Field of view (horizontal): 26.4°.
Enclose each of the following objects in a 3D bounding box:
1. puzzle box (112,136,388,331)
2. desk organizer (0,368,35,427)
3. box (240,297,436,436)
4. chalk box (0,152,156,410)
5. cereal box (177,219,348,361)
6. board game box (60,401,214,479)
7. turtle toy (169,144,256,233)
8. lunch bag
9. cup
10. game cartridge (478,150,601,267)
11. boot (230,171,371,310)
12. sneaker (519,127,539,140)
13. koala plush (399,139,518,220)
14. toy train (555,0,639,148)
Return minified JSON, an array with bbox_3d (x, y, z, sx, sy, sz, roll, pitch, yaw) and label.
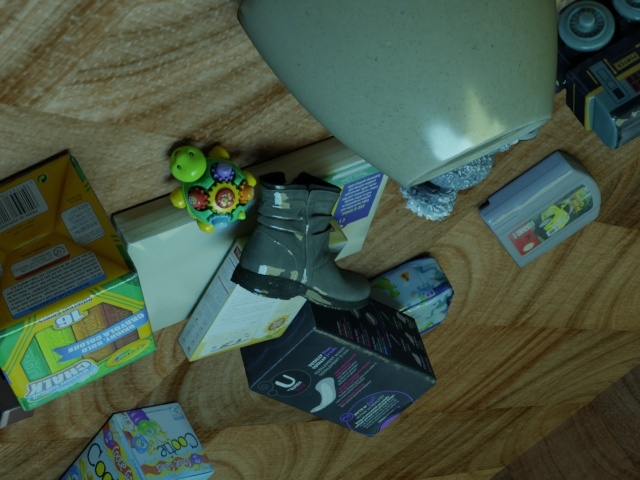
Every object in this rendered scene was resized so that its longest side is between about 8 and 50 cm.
[{"bbox_3d":[-0.098,-0.008,1.865,0.409,0.052,0.272,-21,154,-24],"label":"puzzle box"},{"bbox_3d":[-0.413,0.171,1.735,0.050,0.130,0.047,-19,154,-32],"label":"desk organizer"},{"bbox_3d":[0.024,0.178,2.155,0.270,0.143,0.165,26,121,-36],"label":"box"},{"bbox_3d":[-0.313,0.068,1.595,0.180,0.179,0.289,-26,156,-12],"label":"chalk box"},{"bbox_3d":[-0.083,0.070,1.911,0.173,0.047,0.240,-12,149,-39],"label":"cereal box"},{"bbox_3d":[-0.327,0.414,2.297,0.144,0.142,0.275,-4,145,-46],"label":"board game box"},{"bbox_3d":[-0.135,-0.067,1.660,0.095,0.066,0.130,-48,116,-4],"label":"turtle toy"},{"bbox_3d":[0.120,0.125,2.348,0.219,0.090,0.176,-24,158,-14],"label":"lunch bag"},{"bbox_3d":[0.112,-0.195,1.401,0.331,0.237,0.331,-25,177,-1],"label":"cup"},{"bbox_3d":[0.392,-0.054,2.373,0.196,0.060,0.294,-39,156,6],"label":"game cartridge"},{"bbox_3d":[0.000,0.000,1.781,0.246,0.083,0.161,11,102,-47],"label":"boot"},{"bbox_3d":[0.231,-0.190,1.911,0.224,0.083,0.098,-12,126,-43],"label":"sneaker"},{"bbox_3d":[0.131,-0.148,1.659,0.196,0.221,0.203,-43,154,26],"label":"koala plush"},{"bbox_3d":[0.468,-0.270,1.869,0.334,0.190,0.142,-30,157,-5],"label":"toy train"}]
